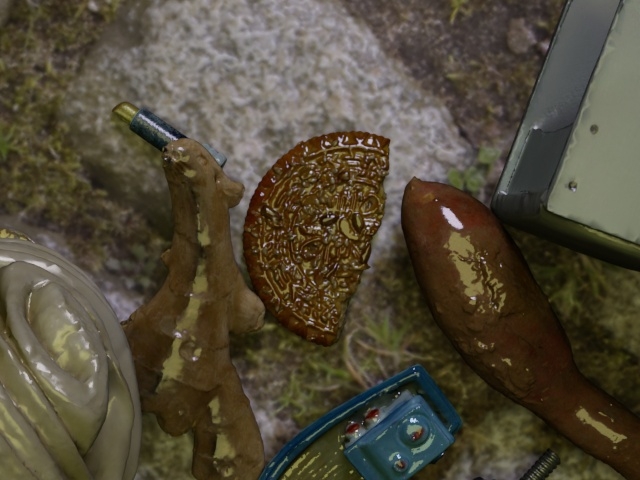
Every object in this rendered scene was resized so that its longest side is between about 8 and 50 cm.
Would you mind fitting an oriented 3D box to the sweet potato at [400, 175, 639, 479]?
[{"bbox_3d":[0.191,0.102,1.231,0.109,0.109,0.385,-39,99,-1],"label":"sweet potato"}]

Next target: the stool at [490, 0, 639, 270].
[{"bbox_3d":[0.285,-0.115,1.157,0.170,0.243,0.270,20,91,-4],"label":"stool"}]

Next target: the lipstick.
[{"bbox_3d":[-0.143,-0.095,1.241,0.116,0.037,0.037,36,89,1],"label":"lipstick"}]

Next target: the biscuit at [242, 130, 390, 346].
[{"bbox_3d":[-0.009,-0.010,1.253,0.126,0.025,0.206,15,90,-3],"label":"biscuit"}]

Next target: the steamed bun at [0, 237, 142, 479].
[{"bbox_3d":[-0.244,0.137,1.094,0.203,0.289,0.276,-13,102,12],"label":"steamed bun"}]

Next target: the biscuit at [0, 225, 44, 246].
[{"bbox_3d":[-0.304,0.060,1.243,0.152,0.020,0.152,0,91,-3],"label":"biscuit"}]

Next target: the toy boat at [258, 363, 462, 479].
[{"bbox_3d":[0.023,0.216,1.217,0.238,0.098,0.109,-37,102,-3],"label":"toy boat"}]

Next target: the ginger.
[{"bbox_3d":[-0.116,0.074,1.219,0.147,0.081,0.334,3,96,-1],"label":"ginger"}]

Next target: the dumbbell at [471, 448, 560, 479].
[{"bbox_3d":[0.131,0.289,1.234,0.110,0.110,0.254,44,83,-3],"label":"dumbbell"}]
